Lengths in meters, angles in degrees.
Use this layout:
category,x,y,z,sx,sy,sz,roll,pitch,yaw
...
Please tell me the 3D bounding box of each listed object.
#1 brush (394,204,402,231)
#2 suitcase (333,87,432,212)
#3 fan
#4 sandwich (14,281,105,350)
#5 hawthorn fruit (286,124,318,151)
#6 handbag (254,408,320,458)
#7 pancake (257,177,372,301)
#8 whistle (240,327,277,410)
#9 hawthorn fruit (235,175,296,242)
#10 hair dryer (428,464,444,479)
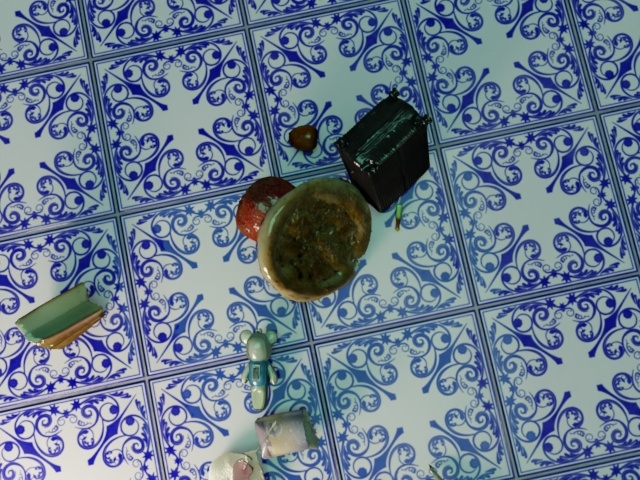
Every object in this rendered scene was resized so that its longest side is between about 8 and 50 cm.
category,x,y,z,sx,sy,sz,roll,pitch,yaw
brush,0.233,-0.066,1.948,0.018,0.021,0.084,6,78,0
suitcase,0.186,-0.233,1.809,0.229,0.335,0.152,-43,69,-3
fan,-0.202,0.627,1.831,0.182,0.010,0.310,31,104,3
sandwich,-0.720,0.212,1.833,0.186,0.220,0.108,-40,83,-3
hawthorn fruit,-0.055,-0.308,1.955,0.093,0.081,0.081,6,83,2
handbag,-0.092,0.548,1.852,0.173,0.095,0.117,-13,90,7
pancake,-0.001,0.000,1.821,0.382,0.071,0.383,-14,114,-33
whistle,-0.176,0.372,1.881,0.113,0.077,0.236,-2,89,10
hawthorn fruit,-0.116,-0.065,1.874,0.253,0.205,0.205,35,85,-7
hair dryer,0.450,0.741,1.832,0.229,0.092,0.267,-12,73,-8
